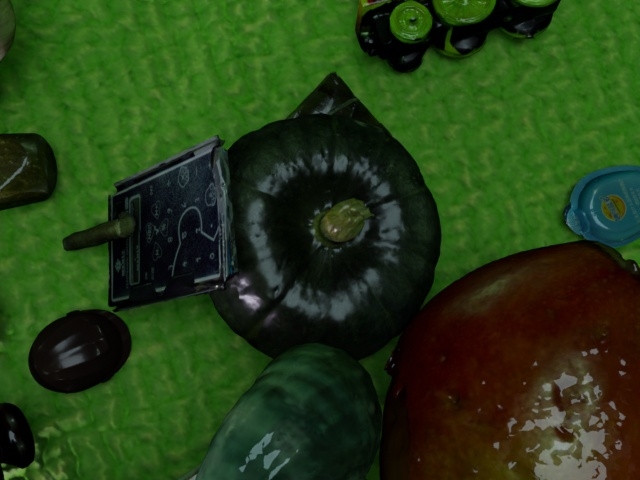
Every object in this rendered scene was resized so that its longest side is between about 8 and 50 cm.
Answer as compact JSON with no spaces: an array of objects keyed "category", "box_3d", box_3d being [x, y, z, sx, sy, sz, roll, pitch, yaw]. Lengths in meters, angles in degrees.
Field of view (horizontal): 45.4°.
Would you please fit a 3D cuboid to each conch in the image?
[{"category":"conch","box_3d":[-0.015,0.235,0.729,0.220,0.195,0.277,-1,45,-34]}]

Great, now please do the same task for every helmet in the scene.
[{"category":"helmet","box_3d":[-0.295,0.134,0.927,0.123,0.070,0.098,-29,85,-6]}]

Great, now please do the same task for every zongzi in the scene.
[{"category":"zongzi","box_3d":[0.019,-0.141,1.000,0.109,0.055,0.119,-46,98,-6]}]

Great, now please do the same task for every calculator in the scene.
[{"category":"calculator","box_3d":[-0.179,-0.011,0.876,0.028,0.274,0.166,3,78,-40]}]

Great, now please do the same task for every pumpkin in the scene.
[{"category":"pumpkin","box_3d":[0.000,0.000,0.898,0.300,0.207,0.300,1,86,-12]}]

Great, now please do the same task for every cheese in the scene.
[{"category":"cheese","box_3d":[0.442,-0.066,1.027,0.256,0.037,0.106,-21,85,-8]}]

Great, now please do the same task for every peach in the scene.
[{"category":"peach","box_3d":[0.236,0.205,0.815,0.353,0.339,0.417,29,81,-14]}]

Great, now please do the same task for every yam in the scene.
[{"category":"yam","box_3d":[-0.274,-0.010,0.939,0.027,0.129,0.033,2,80,-49]}]

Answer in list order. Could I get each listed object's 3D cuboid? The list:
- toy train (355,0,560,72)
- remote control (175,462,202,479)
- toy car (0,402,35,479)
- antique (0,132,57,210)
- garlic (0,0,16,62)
[{"category":"toy train","box_3d":[0.181,-0.330,1.014,0.296,0.100,0.161,-17,76,-6]},{"category":"remote control","box_3d":[-0.103,0.260,0.887,0.344,0.145,0.050,-33,81,-7]},{"category":"toy car","box_3d":[-0.415,0.345,0.819,0.271,0.240,0.341,-20,57,-34]},{"category":"antique","box_3d":[-0.440,-0.076,0.941,0.220,0.080,0.081,-13,82,-5]},{"category":"garlic","box_3d":[-0.462,-0.312,0.934,0.245,0.245,0.253,25,41,0]}]
